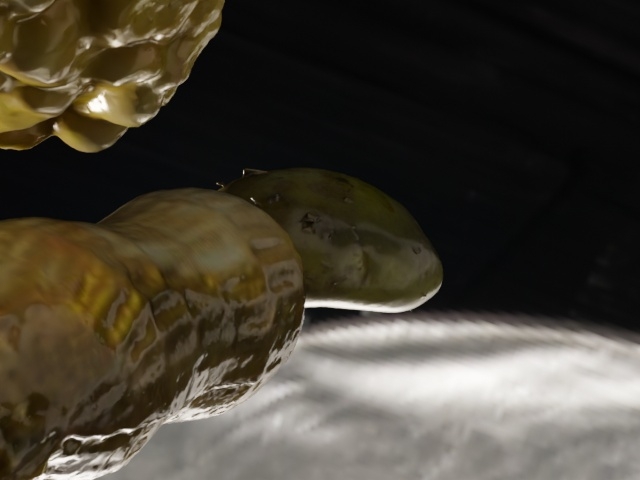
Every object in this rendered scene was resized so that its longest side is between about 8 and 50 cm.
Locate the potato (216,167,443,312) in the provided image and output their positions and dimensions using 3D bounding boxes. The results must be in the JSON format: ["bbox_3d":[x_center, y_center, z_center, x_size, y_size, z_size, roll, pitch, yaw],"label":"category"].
[{"bbox_3d":[0.000,0.000,0.981,0.091,0.138,0.070,38,122,54],"label":"potato"}]

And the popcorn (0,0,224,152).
[{"bbox_3d":[-0.099,-0.106,0.506,0.170,0.180,0.180,-81,16,-74],"label":"popcorn"}]

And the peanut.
[{"bbox_3d":[-0.072,0.029,0.626,0.087,0.087,0.206,-62,-18,21],"label":"peanut"}]
